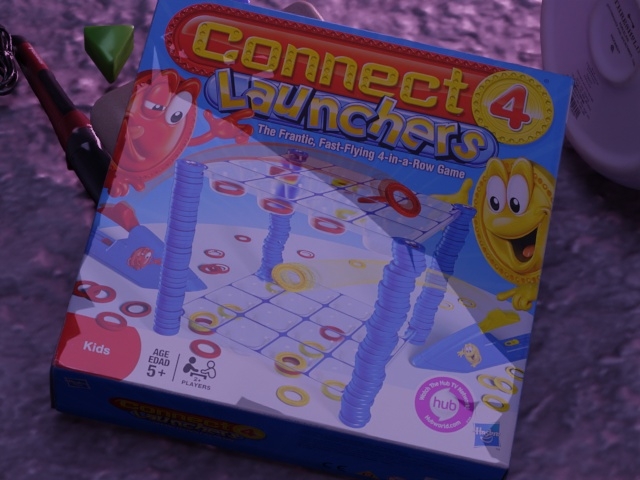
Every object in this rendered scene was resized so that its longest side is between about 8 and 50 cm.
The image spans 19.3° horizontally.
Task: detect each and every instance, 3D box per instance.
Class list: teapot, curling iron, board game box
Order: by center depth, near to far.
[{"bbox_3d":[0.000,0.000,1.299,0.308,0.086,0.302,12,64,0],"label":"board game box"},{"bbox_3d":[0.297,-0.152,1.394,0.187,0.256,0.252,-4,12,-26],"label":"teapot"},{"bbox_3d":[-0.192,-0.067,1.404,0.068,0.035,0.274,-31,61,-18],"label":"curling iron"}]

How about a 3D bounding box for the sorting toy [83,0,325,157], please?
[{"bbox_3d":[-0.045,-0.066,1.401,0.196,0.047,0.348,-29,70,-18],"label":"sorting toy"}]
